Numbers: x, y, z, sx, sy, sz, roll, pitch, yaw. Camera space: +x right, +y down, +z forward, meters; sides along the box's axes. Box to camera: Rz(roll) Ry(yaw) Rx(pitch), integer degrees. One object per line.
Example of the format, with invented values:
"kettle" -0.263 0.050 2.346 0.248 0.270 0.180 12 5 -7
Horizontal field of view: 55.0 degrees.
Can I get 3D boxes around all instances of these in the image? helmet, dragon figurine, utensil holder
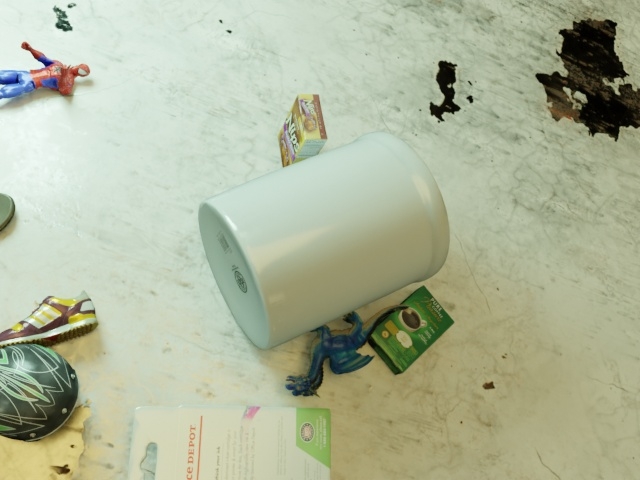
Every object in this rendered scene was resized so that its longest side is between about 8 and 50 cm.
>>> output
"helmet" -0.491 0.252 1.028 0.169 0.161 0.169 6 69 -17
"dragon figurine" 0.056 0.226 1.257 0.289 0.085 0.144 -15 75 -12
"utensil holder" 0.000 0.000 1.205 0.385 0.327 0.327 -24 80 -22

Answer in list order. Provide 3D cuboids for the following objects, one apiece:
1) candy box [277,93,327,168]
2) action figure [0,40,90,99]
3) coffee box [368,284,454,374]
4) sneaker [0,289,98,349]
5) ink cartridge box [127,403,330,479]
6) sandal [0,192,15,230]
"candy box" -0.043 -0.225 1.344 0.053 0.186 0.109 -3 72 -21
"action figure" -0.602 -0.334 1.227 0.280 0.139 0.091 -19 79 -26
"coffee box" 0.197 0.196 1.352 0.184 0.040 0.113 -39 85 -26
"sneaker" -0.508 0.148 1.120 0.185 0.069 0.084 -13 67 -29
"ink cartridge box" -0.165 0.405 1.107 0.354 0.119 0.207 7 69 -17
"sandal" -0.682 -0.046 1.130 0.219 0.060 0.090 -6 73 -21
